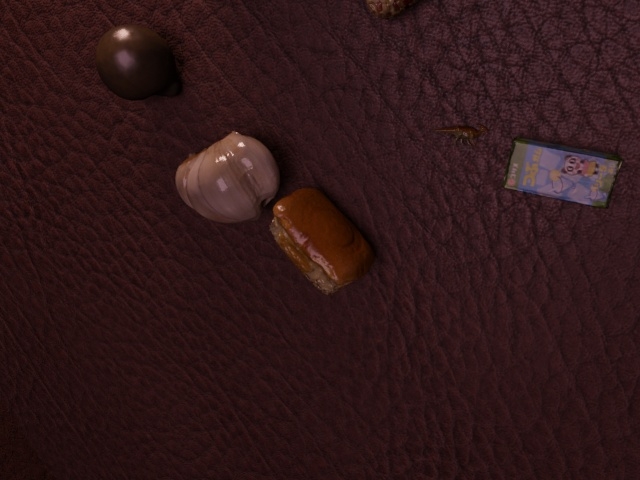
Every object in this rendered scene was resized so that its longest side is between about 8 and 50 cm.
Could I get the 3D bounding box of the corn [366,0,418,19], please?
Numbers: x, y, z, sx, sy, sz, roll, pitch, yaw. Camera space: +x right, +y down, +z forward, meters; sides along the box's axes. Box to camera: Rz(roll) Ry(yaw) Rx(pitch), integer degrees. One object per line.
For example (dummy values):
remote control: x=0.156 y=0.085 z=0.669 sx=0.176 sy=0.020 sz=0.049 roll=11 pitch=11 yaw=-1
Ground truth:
corn: x=0.207 y=-0.515 z=1.080 sx=0.289 sy=0.098 sz=0.098 roll=-27 pitch=95 yaw=27

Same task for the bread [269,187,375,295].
bread: x=0.000 y=0.000 z=1.303 sx=0.245 sy=0.174 sz=0.121 roll=52 pitch=124 yaw=9

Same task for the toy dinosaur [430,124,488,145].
toy dinosaur: x=0.279 y=-0.210 z=1.187 sx=0.113 sy=0.026 sz=0.041 roll=-2 pitch=100 yaw=15

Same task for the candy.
candy: x=0.454 y=-0.131 z=1.117 sx=0.194 sy=0.062 sz=0.097 roll=15 pitch=114 yaw=19

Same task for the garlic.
garlic: x=-0.210 y=-0.121 z=1.352 sx=0.281 sy=0.185 sz=0.203 roll=-22 pitch=114 yaw=28

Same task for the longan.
longan: x=-0.419 y=-0.401 z=1.371 sx=0.204 sy=0.159 sz=0.185 roll=28 pitch=144 yaw=-29
